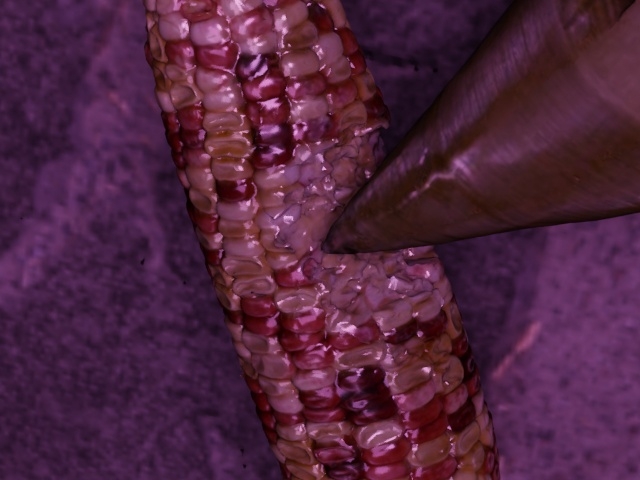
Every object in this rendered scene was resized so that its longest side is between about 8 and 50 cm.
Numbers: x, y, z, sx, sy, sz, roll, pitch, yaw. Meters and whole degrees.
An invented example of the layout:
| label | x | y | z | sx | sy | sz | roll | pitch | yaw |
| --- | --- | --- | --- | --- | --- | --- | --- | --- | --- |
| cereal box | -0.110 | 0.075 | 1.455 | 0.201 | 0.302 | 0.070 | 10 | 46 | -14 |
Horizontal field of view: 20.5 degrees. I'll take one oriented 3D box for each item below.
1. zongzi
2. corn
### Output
| label | x | y | z | sx | sy | sz | roll | pitch | yaw |
| --- | --- | --- | --- | --- | --- | --- | --- | --- | --- |
| zongzi | 0.216 | -0.041 | 0.611 | 0.323 | 0.160 | 0.360 | 38 | 113 | -5 |
| corn | 0.000 | 0.000 | 0.721 | 0.098 | 0.098 | 0.290 | -11 | 110 | 17 |
